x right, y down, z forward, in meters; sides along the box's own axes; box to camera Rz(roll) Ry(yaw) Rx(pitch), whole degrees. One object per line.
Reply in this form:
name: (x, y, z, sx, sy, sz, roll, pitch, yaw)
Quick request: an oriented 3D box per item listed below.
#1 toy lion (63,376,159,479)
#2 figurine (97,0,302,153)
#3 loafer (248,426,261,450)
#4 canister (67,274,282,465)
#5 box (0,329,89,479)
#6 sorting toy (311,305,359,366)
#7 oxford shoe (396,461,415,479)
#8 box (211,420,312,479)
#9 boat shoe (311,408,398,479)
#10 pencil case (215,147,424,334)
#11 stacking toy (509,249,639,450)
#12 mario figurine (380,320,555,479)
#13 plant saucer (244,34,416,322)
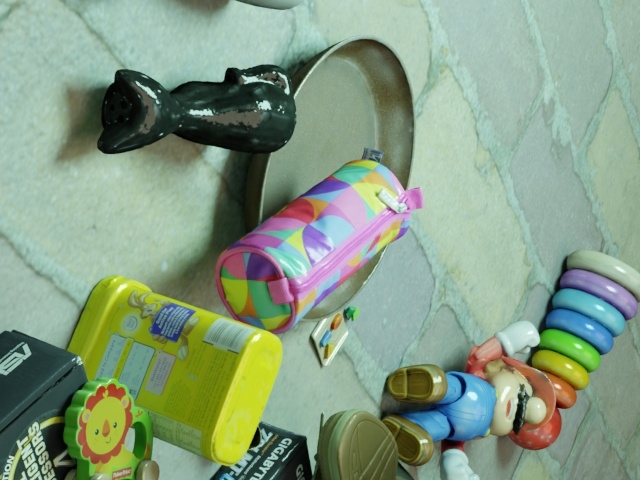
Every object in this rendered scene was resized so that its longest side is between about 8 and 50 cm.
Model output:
toy lion: (-0.169, 0.156, 1.079, 0.100, 0.034, 0.096, -1, 96, -60)
figurine: (-0.105, -0.178, 1.154, 0.209, 0.092, 0.214, -10, 112, -54)
loafer: (-0.092, 0.162, 1.375, 0.056, 0.050, 0.148, -55, 146, -30)
canister: (-0.129, 0.112, 1.162, 0.073, 0.170, 0.126, 36, 74, -59)
box: (-0.284, 0.317, 1.077, 0.318, 0.097, 0.394, -41, 137, -40)
sorting toy: (0.020, 0.100, 1.574, 0.083, 0.012, 0.062, -56, 146, -28)
oxford shoe: (0.064, 0.305, 1.715, 0.076, 0.076, 0.212, -49, 147, 6)
box: (-0.099, 0.400, 1.465, 0.293, 0.073, 0.295, -44, 140, -40)
boat shoe: (0.033, 0.278, 1.521, 0.104, 0.089, 0.285, -54, 148, -29)
pencil case: (0.000, 0.000, 1.305, 0.236, 0.104, 0.104, -39, 136, -45)
stacking toy: (0.399, 0.186, 2.157, 0.330, 0.141, 0.141, -62, 149, -13)
mario figurine: (0.228, 0.224, 1.824, 0.321, 0.170, 0.198, -1, 140, -52)
plant saucer: (0.007, -0.068, 1.432, 0.311, 0.050, 0.310, -34, 133, -48)
